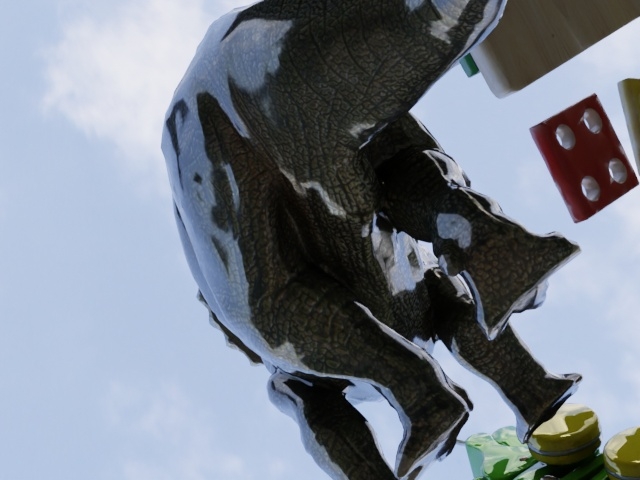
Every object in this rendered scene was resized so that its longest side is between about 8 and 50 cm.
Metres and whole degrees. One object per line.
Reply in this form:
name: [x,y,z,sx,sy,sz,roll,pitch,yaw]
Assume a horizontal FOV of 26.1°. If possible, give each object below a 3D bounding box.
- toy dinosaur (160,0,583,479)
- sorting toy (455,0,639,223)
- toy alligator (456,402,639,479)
toy dinosaur: [0.000,0.000,0.438,0.121,0.313,0.160,-43,-115,-9]
sorting toy: [0.082,-0.131,0.630,0.132,0.046,0.274,-33,-84,-41]
toy alligator: [0.085,0.097,0.529,0.051,0.189,0.056,-30,-65,-34]
